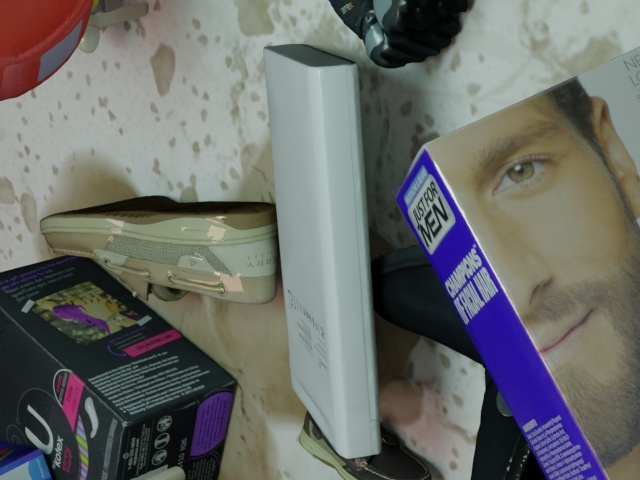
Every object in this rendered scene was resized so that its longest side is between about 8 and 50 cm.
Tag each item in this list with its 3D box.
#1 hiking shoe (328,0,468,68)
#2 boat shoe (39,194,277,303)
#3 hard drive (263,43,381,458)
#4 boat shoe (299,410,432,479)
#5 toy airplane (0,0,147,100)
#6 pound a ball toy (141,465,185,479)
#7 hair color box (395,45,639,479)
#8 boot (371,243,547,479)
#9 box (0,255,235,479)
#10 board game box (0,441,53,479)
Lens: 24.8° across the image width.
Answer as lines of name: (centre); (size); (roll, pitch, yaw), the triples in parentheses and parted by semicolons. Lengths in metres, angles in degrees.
hiking shoe: (0.064, -0.275, 1.059); (0.132, 0.113, 0.304); (43, 130, 28)
boat shoe: (-0.159, 0.013, 1.395); (0.302, 0.109, 0.098); (2, 102, 41)
hard drive: (0.000, 0.000, 1.201); (0.203, 0.040, 0.307); (-138, 43, -72)
boat shoe: (0.036, 0.180, 1.274); (0.152, 0.056, 0.049); (21, 122, 41)
toy airplane: (-0.228, -0.333, 1.283); (0.386, 0.272, 0.384); (-118, 39, -71)
pound a ball toy: (-0.083, 0.281, 1.236); (0.136, 0.319, 0.208); (-13, 92, 48)
hair color box: (0.211, 0.062, 0.941); (0.338, 0.185, 0.110); (62, 165, 13)
boot: (0.122, 0.106, 1.076); (0.246, 0.094, 0.207); (-8, 67, 42)
box: (-0.235, 0.155, 1.488); (0.270, 0.143, 0.165); (35, 126, 35)
board game box: (-0.368, 0.330, 1.558); (0.347, 0.078, 0.233); (-5, 107, 53)
